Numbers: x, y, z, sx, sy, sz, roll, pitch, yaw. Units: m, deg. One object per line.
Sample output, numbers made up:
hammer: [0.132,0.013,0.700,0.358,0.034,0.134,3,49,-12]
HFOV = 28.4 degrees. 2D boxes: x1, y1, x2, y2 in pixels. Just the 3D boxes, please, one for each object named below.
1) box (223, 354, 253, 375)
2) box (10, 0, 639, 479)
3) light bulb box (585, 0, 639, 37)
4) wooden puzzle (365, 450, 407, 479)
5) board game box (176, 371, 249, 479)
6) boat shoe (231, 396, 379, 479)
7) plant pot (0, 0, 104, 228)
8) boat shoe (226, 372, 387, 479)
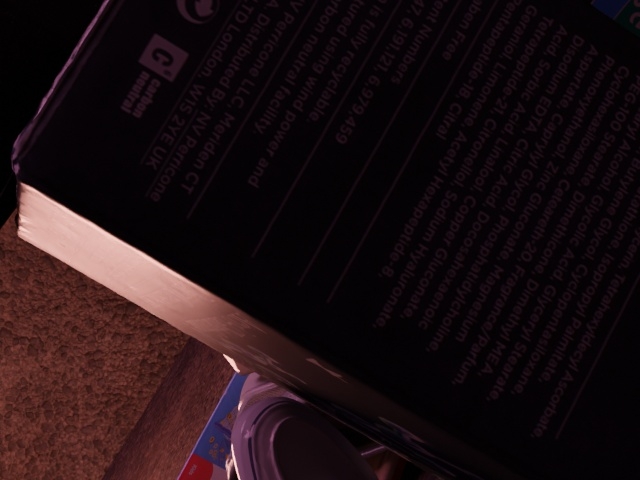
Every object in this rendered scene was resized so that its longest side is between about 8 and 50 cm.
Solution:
box: [0.000,0.000,1.011,0.121,0.148,0.311,-39,6,-30]
box: [0.052,-0.006,0.702,0.212,0.395,0.293,-61,9,-11]
light bulb box: [0.146,-0.234,1.057,0.358,0.361,0.225,-54,12,25]
wooden puzzle: [0.026,0.235,1.173,0.221,0.044,0.238,-47,10,51]
board game box: [-0.064,0.189,1.446,0.308,0.086,0.302,-62,-2,-21]
boat shoe: [0.033,0.190,0.783,0.083,0.226,0.076,-40,10,-32]
plant pot: [-0.218,-0.108,0.702,0.187,0.167,0.188,-55,11,25]
boat shoe: [0.041,0.136,1.049,0.320,0.118,0.103,-22,37,41]
